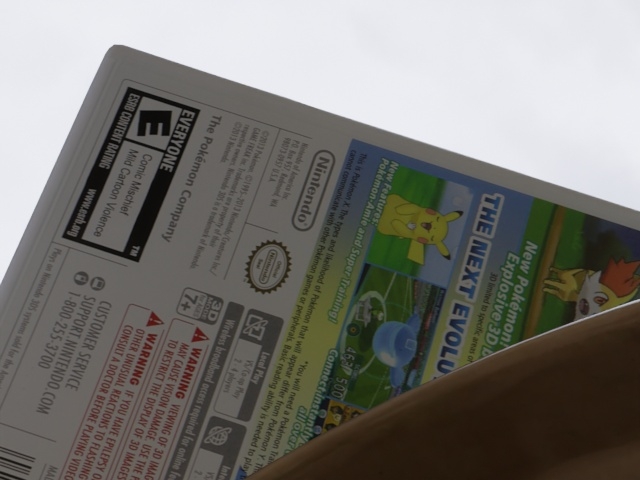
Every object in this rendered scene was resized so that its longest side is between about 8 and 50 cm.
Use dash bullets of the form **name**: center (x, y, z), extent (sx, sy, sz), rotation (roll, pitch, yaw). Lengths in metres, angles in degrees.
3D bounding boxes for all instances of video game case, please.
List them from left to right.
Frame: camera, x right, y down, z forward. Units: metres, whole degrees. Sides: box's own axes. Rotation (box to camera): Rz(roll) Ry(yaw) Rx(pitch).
- **video game case**: center (-0.014, 0.095, 0.513), extent (0.300, 0.036, 0.329), rotation (18, -112, 2)

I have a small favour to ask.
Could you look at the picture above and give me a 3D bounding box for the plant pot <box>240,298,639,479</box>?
- **plant pot**: center (0.082, 0.151, 0.245), extent (0.263, 0.263, 0.229), rotation (-27, -87, -23)
